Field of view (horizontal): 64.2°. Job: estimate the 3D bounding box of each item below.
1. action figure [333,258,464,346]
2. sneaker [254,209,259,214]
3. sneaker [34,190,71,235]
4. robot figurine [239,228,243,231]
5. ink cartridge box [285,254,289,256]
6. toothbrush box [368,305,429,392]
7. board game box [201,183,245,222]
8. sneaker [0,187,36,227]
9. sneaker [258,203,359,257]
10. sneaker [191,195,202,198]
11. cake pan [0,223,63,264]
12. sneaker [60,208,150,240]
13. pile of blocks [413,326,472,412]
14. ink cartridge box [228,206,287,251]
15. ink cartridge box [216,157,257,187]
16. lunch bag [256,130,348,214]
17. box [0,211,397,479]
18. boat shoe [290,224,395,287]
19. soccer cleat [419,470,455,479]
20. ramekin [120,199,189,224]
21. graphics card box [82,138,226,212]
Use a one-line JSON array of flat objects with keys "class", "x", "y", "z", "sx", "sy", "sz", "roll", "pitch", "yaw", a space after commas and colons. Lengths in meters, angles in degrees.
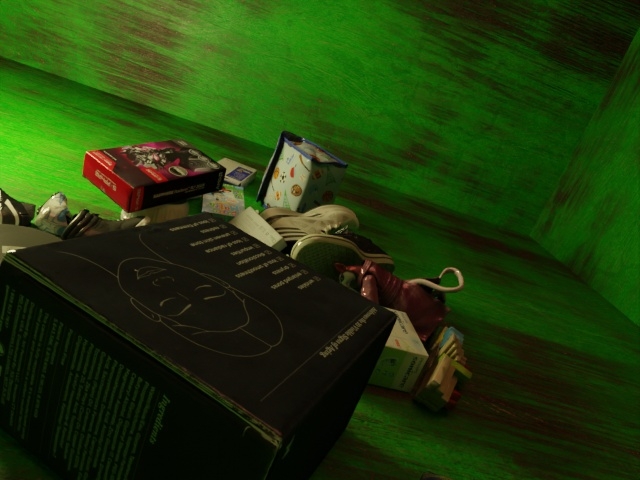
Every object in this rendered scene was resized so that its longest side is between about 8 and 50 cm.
[{"class": "action figure", "x": 0.206, "y": 0.149, "z": 1.494, "sx": 0.370, "sy": 0.275, "sz": 0.248, "roll": 32, "pitch": 23, "yaw": -10}, {"class": "sneaker", "x": -0.258, "y": -0.071, "z": 1.928, "sx": 0.061, "sy": 0.053, "sz": 0.152, "roll": -2, "pitch": 23, "yaw": -11}, {"class": "sneaker", "x": -0.729, "y": -0.071, "z": 1.411, "sx": 0.086, "sy": 0.085, "sz": 0.237, "roll": 46, "pitch": 0, "yaw": -29}, {"class": "robot figurine", "x": -0.282, "y": 0.039, "z": 1.406, "sx": 0.220, "sy": 0.158, "sz": 0.128, "roll": -20, "pitch": 73, "yaw": -17}, {"class": "ink cartridge box", "x": -0.137, "y": 0.127, "z": 1.362, "sx": 0.171, "sy": 0.056, "sz": 0.235, "roll": -17, "pitch": 24, "yaw": -9}, {"class": "toothbrush box", "x": 0.099, "y": 0.251, "z": 1.300, "sx": 0.283, "sy": 0.122, "sz": 0.206, "roll": 17, "pitch": 20, "yaw": -14}, {"class": "board game box", "x": -0.369, "y": -0.145, "z": 1.933, "sx": 0.160, "sy": 0.039, "sz": 0.211, "roll": 9, "pitch": 37, "yaw": -19}, {"class": "sneaker", "x": -0.835, "y": -0.094, "z": 1.361, "sx": 0.121, "sy": 0.079, "sz": 0.217, "roll": 3, "pitch": 34, "yaw": -49}, {"class": "sneaker", "x": -0.001, "y": 0.001, "z": 1.876, "sx": 0.448, "sy": 0.169, "sz": 0.257, "roll": -4, "pitch": 38, "yaw": -35}, {"class": "sneaker", "x": -0.521, "y": -0.253, "z": 1.935, "sx": 0.158, "sy": 0.182, "sz": 0.410, "roll": 20, "pitch": 19, "yaw": -3}, {"class": "cake pan", "x": -0.696, "y": 0.042, "z": 1.152, "sx": 0.293, "sy": 0.054, "sz": 0.293, "roll": 19, "pitch": 19, "yaw": -7}, {"class": "sneaker", "x": -0.571, "y": -0.038, "z": 1.369, "sx": 0.147, "sy": 0.104, "sz": 0.295, "roll": 41, "pitch": 21, "yaw": -8}, {"class": "pile of blocks", "x": 0.350, "y": 0.321, "z": 1.325, "sx": 0.113, "sy": 0.149, "sz": 0.362, "roll": 35, "pitch": 23, "yaw": 8}, {"class": "ink cartridge box", "x": -0.246, "y": 0.018, "z": 1.554, "sx": 0.223, "sy": 0.224, "sz": 0.045, "roll": 42, "pitch": -16, "yaw": 44}, {"class": "ink cartridge box", "x": -0.418, "y": -0.298, "z": 2.344, "sx": 0.176, "sy": 0.069, "sz": 0.371, "roll": 21, "pitch": 17, "yaw": 0}, {"class": "lunch bag", "x": -0.114, "y": -0.260, "z": 2.160, "sx": 0.239, "sy": 0.327, "sz": 0.385, "roll": 8, "pitch": 24, "yaw": -37}, {"class": "box", "x": -0.188, "y": 0.200, "z": 0.875, "sx": 0.472, "sy": 0.297, "sz": 0.480, "roll": 26, "pitch": 19, "yaw": 19}, {"class": "boat shoe", "x": 0.062, "y": 0.051, "z": 1.656, "sx": 0.500, "sy": 0.186, "sz": 0.156, "roll": 12, "pitch": 32, "yaw": -53}, {"class": "soccer cleat", "x": 0.306, "y": 0.493, "z": 0.903, "sx": 0.289, "sy": 0.093, "sz": 0.121, "roll": 23, "pitch": 12, "yaw": 4}, {"class": "ramekin", "x": -0.520, "y": -0.100, "z": 1.633, "sx": 0.207, "sy": 0.109, "sz": 0.207, "roll": 19, "pitch": 19, "yaw": -7}, {"class": "graphics card box", "x": -0.508, "y": -0.214, "z": 1.599, "sx": 0.233, "sy": 0.094, "sz": 0.371, "roll": 35, "pitch": 32, "yaw": 24}]
